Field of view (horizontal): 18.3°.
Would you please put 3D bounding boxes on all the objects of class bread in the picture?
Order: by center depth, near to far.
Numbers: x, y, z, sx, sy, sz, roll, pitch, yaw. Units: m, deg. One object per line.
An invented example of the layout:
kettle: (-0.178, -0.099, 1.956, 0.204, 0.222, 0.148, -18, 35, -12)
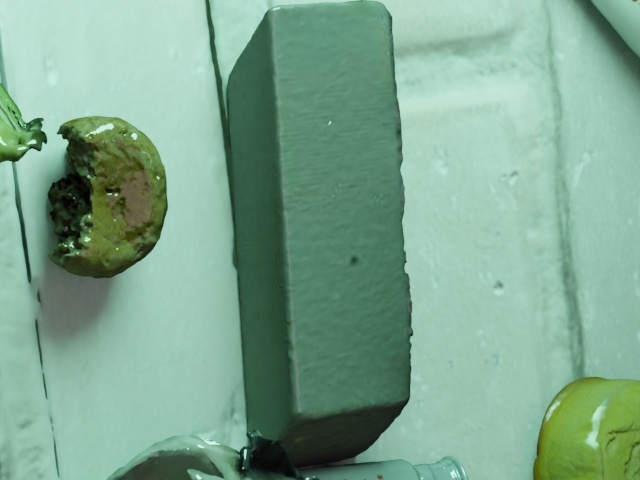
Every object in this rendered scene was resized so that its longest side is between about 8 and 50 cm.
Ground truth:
bread: (-0.149, -0.030, 1.388, 0.082, 0.060, 0.113, 6, 90, -35)
bread: (0.244, 0.176, 1.665, 0.156, 0.086, 0.125, -48, 110, -27)

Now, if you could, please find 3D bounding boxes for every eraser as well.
eraser: (0.000, 0.000, 1.488, 0.111, 0.077, 0.353, -6, 96, -32)

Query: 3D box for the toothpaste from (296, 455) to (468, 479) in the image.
toothpaste: (0.001, 0.207, 1.516, 0.234, 0.057, 0.089, -7, 99, -25)

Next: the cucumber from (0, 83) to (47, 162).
cucumber: (-0.317, -0.162, 1.242, 0.145, 0.105, 0.325, -32, 112, -2)

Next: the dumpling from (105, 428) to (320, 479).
dumpling: (-0.054, 0.253, 1.413, 0.293, 0.204, 0.163, 52, 46, -19)

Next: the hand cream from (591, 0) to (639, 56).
hand cream: (0.256, -0.244, 1.665, 0.248, 0.083, 0.133, 49, 63, -16)
